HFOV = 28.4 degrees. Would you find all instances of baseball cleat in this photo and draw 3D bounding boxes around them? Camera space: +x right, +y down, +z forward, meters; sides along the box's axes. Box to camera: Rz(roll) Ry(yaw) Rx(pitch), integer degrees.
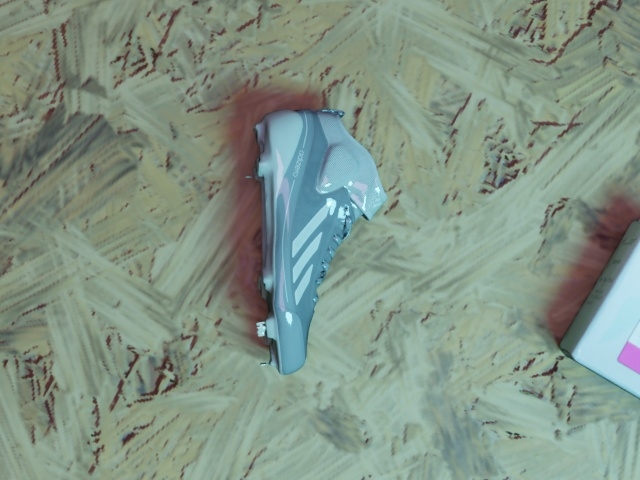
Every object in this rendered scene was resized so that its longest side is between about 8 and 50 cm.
[{"bbox_3d":[0.000,0.000,0.978,0.109,0.072,0.205,-3,93,-7],"label":"baseball cleat"}]

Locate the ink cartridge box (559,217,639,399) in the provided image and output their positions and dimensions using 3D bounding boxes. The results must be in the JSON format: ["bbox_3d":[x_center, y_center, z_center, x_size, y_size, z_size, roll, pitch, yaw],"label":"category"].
[{"bbox_3d":[0.366,0.055,0.989,0.275,0.060,0.239,30,90,0],"label":"ink cartridge box"}]
